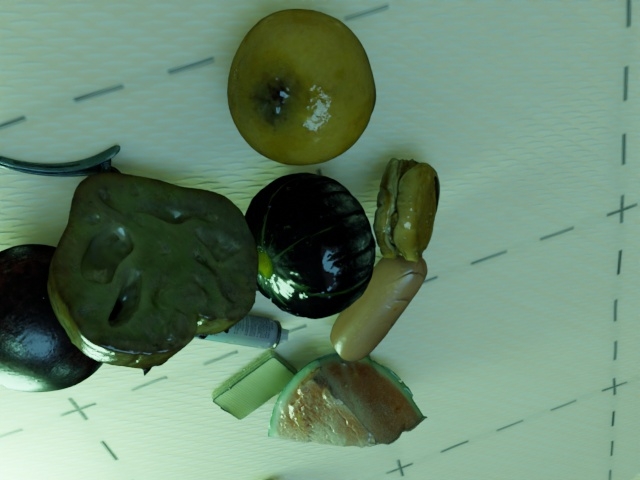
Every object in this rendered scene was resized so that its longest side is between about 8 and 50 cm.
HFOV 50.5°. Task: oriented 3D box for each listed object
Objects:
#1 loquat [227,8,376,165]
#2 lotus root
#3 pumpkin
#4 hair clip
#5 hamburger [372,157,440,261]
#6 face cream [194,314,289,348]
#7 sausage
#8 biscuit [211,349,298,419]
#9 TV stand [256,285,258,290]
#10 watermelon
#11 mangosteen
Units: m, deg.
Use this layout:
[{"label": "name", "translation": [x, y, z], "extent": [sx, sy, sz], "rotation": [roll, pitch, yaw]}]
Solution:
[{"label": "loquat", "translation": [-0.035, -0.260, 1.164], "extent": [0.263, 0.263, 0.263], "rotation": [-9, 126, -12]}, {"label": "lotus root", "translation": [-0.301, 0.037, 1.215], "extent": [0.390, 0.375, 0.111], "rotation": [-39, 172, -38]}, {"label": "pumpkin", "translation": [0.000, 0.000, 1.348], "extent": [0.296, 0.296, 0.295], "rotation": [-9, 126, -12]}, {"label": "hair clip", "translation": [-0.482, -0.137, 1.239], "extent": [0.230, 0.039, 0.070], "rotation": [-4, 126, -14]}, {"label": "hamburger", "translation": [0.176, -0.066, 1.400], "extent": [0.108, 0.213, 0.213], "rotation": [11, 130, 22]}, {"label": "face cream", "translation": [-0.180, 0.204, 1.552], "extent": [0.229, 0.075, 0.075], "rotation": [14, 119, -25]}, {"label": "sausage", "translation": [0.137, 0.145, 1.584], "extent": [0.121, 0.121, 0.304], "rotation": [22, 115, -29]}, {"label": "biscuit", "translation": [-0.164, 0.361, 1.690], "extent": [0.199, 0.040, 0.121], "rotation": [-36, 131, 9]}, {"label": "TV stand", "translation": [-0.210, 0.090, 1.479], "extent": [0.257, 0.049, 0.040], "rotation": [-7, 127, -14]}, {"label": "watermelon", "translation": [0.068, 0.375, 1.691], "extent": [0.319, 0.292, 0.222], "rotation": [0, 98, 28]}, {"label": "mangosteen", "translation": [-0.510, 0.128, 1.260], "extent": [0.300, 0.300, 0.300], "rotation": [-9, 126, -12]}]
